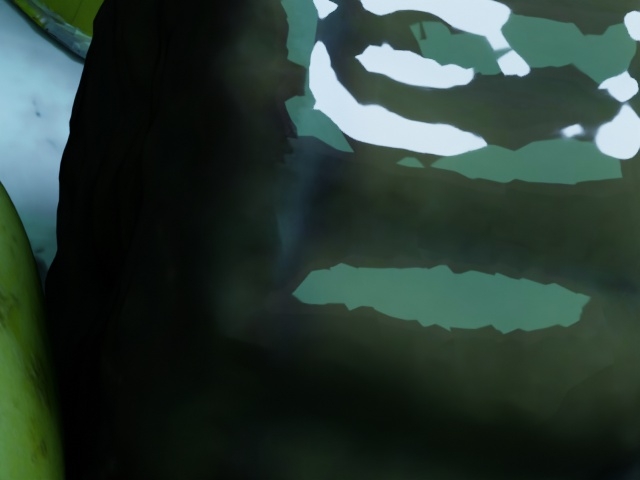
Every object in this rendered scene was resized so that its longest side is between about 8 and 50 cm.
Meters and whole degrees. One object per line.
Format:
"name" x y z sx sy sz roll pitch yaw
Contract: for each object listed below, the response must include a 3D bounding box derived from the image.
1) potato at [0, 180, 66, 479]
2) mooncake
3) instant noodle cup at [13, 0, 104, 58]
"potato" -0.176 0.082 0.508 0.215 0.216 0.304 17 51 -12
"mooncake" 0.000 0.000 0.609 0.161 0.290 0.290 11 51 -17
"instant noodle cup" -0.016 -0.213 0.821 0.264 0.200 0.264 12 49 -15
